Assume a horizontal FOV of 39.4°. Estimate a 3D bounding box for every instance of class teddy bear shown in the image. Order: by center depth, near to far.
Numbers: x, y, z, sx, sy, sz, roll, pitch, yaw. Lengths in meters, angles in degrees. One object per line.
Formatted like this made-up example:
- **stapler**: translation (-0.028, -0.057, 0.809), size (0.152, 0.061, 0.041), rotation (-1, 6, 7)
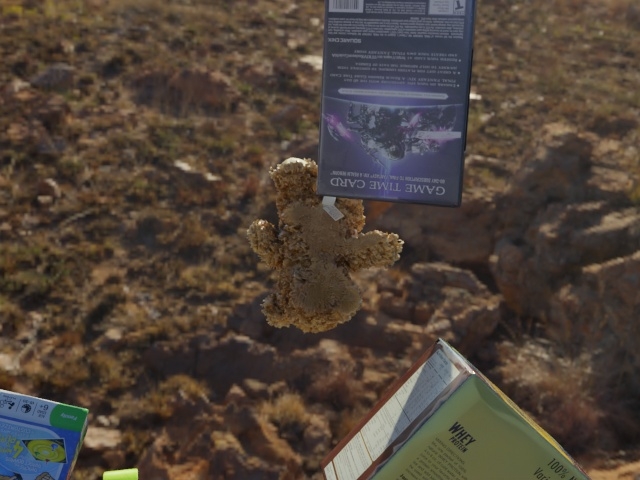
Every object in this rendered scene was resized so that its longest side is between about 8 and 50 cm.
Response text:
- **teddy bear**: translation (0.000, 0.000, 1.440), size (0.245, 0.113, 0.338), rotation (-12, 59, -10)

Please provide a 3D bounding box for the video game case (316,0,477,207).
- **video game case**: translation (0.095, -0.186, 1.161), size (0.196, 0.274, 0.026), rotation (6, 13, 17)

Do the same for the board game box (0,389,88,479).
- **board game box**: translation (-0.265, 0.150, 0.564), size (0.201, 0.035, 0.136), rotation (14, 50, -6)

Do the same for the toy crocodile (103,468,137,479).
- **toy crocodile**: translation (-0.301, 0.524, 1.471), size (0.115, 0.105, 0.340), rotation (-14, 52, -22)

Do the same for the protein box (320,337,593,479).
- **protein box**: translation (0.144, 0.254, 0.958), size (0.200, 0.201, 0.136), rotation (43, 3, -11)
